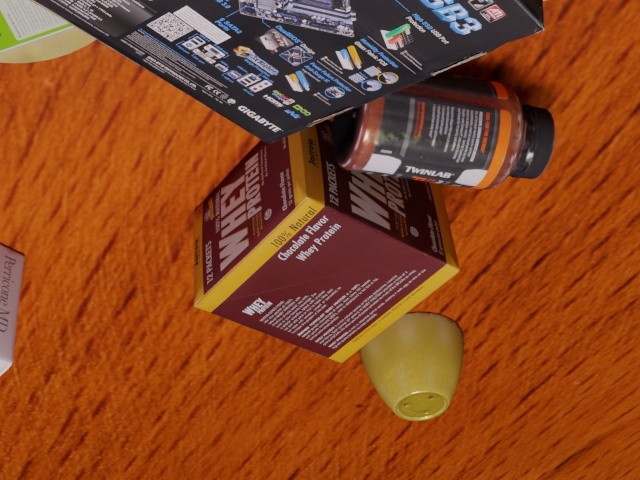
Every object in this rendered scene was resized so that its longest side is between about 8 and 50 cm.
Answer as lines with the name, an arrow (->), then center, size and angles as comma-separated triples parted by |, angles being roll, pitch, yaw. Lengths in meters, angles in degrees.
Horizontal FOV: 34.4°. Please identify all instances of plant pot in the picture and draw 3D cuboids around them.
plant pot -> 0.120, 0.168, 1.293 | 0.134, 0.095, 0.134 | -4, 140, -3

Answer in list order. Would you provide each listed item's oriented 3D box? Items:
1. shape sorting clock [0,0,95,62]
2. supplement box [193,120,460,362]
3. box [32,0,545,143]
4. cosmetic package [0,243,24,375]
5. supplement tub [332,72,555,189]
shape sorting clock -> -0.250, -0.228, 0.835 | 0.206, 0.040, 0.206 | -13, 140, -11
supplement box -> 0.000, 0.000, 1.061 | 0.194, 0.129, 0.191 | 24, 131, -31
box -> -0.029, -0.204, 0.791 | 0.293, 0.073, 0.295 | -20, 146, 36
cosmetic package -> -0.430, 0.070, 1.071 | 0.151, 0.151, 0.184 | -36, 132, 29
supplement tub -> 0.117, -0.105, 0.974 | 0.198, 0.106, 0.106 | 7, 137, -14
